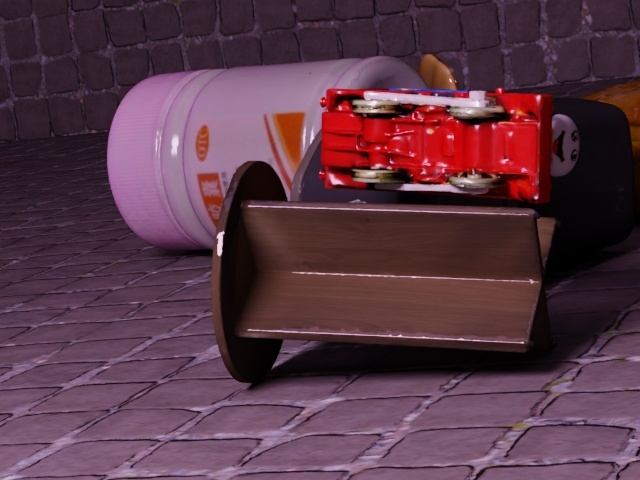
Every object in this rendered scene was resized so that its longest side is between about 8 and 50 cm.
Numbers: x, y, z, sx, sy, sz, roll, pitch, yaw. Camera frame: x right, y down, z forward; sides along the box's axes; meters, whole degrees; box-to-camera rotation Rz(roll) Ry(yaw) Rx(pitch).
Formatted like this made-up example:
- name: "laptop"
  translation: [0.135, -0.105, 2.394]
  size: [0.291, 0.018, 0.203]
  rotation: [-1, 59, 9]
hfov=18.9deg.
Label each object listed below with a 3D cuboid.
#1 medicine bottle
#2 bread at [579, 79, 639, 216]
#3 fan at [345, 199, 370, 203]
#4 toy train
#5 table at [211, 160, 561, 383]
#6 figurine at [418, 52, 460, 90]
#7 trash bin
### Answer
- name: "medicine bottle"
  translation: [-0.047, -0.086, 2.027]
  size: [0.315, 0.202, 0.202]
  rotation: [-1, 11, 38]
- name: "bread"
  translation: [0.372, -0.103, 1.970]
  size: [0.268, 0.146, 0.268]
  rotation: [-7, 4, 1]
- name: "fan"
  translation: [0.051, 0.022, 1.499]
  size: [0.240, 0.131, 0.009]
  rotation: [-6, 35, 29]
- name: "toy train"
  translation: [0.100, -0.077, 1.466]
  size: [0.204, 0.083, 0.131]
  rotation: [5, 7, 36]
- name: "table"
  translation: [0.054, 0.027, 1.392]
  size: [0.226, 0.167, 0.167]
  rotation: [2, 11, 18]
- name: "figurine"
  translation: [0.042, -0.117, 2.279]
  size: [0.257, 0.181, 0.208]
  rotation: [-18, 40, -16]
- name: "trash bin"
  translation: [0.133, -0.048, 1.711]
  size: [0.209, 0.182, 0.290]
  rotation: [-1, 6, 43]
